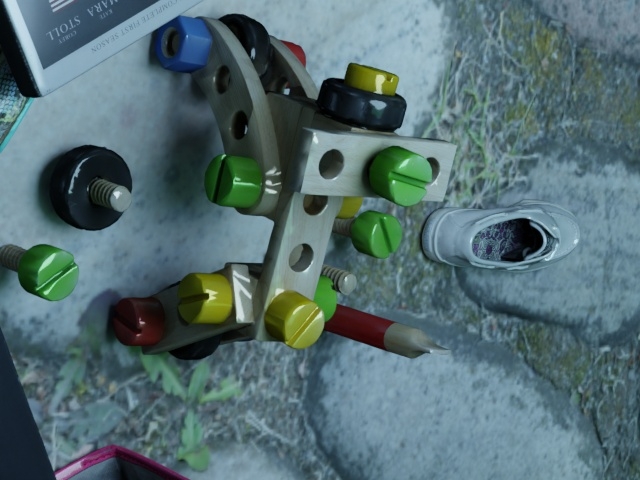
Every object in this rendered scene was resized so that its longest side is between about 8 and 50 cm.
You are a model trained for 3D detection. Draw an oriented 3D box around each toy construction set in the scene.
[{"bbox_3d":[0.000,0.000,1.200,0.309,0.237,0.257,38,75,-43],"label":"toy construction set"}]

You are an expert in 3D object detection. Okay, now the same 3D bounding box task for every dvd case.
[{"bbox_3d":[-0.151,-0.232,1.054,0.179,0.029,0.239,-37,121,-32],"label":"dvd case"}]

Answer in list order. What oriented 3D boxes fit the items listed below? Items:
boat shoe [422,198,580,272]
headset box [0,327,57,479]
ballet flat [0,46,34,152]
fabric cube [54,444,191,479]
[{"bbox_3d":[0.169,-0.003,1.477,0.184,0.063,0.066,7,96,-44],"label":"boat shoe"},{"bbox_3d":[-0.318,0.073,0.996,0.246,0.131,0.283,-33,121,-33],"label":"headset box"},{"bbox_3d":[-0.185,-0.143,1.113,0.070,0.070,0.188,46,67,-40],"label":"ballet flat"},{"bbox_3d":[-0.132,0.334,1.154,0.254,0.259,0.258,-32,122,-32],"label":"fabric cube"}]
